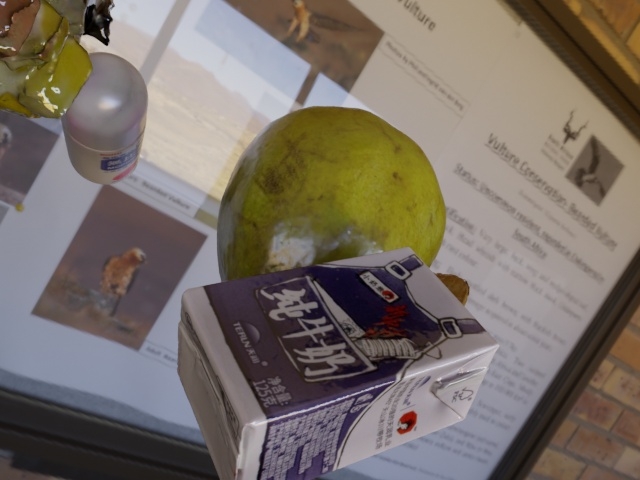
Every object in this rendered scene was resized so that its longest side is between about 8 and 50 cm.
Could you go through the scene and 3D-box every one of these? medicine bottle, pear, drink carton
[{"bbox_3d":[-0.352,-0.192,0.974,0.130,0.130,0.341,30,-18,-13],"label":"medicine bottle"},{"bbox_3d":[0.000,0.000,0.720,0.287,0.375,0.287,16,-43,15],"label":"pear"},{"bbox_3d":[0.012,0.097,0.483,0.222,0.102,0.134,-9,39,-28],"label":"drink carton"}]

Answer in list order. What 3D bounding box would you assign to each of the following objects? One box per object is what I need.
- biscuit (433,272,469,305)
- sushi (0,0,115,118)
[{"bbox_3d":[0.121,0.112,0.772,0.118,0.029,0.247,0,30,27],"label":"biscuit"},{"bbox_3d":[-0.395,-0.252,0.637,0.327,0.286,0.329,4,-9,-6],"label":"sushi"}]
